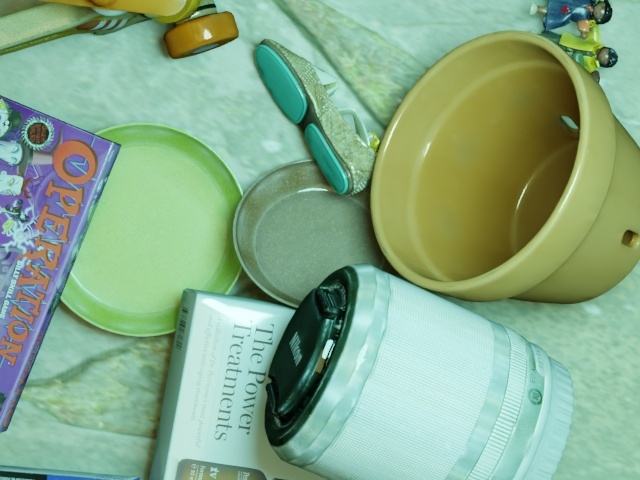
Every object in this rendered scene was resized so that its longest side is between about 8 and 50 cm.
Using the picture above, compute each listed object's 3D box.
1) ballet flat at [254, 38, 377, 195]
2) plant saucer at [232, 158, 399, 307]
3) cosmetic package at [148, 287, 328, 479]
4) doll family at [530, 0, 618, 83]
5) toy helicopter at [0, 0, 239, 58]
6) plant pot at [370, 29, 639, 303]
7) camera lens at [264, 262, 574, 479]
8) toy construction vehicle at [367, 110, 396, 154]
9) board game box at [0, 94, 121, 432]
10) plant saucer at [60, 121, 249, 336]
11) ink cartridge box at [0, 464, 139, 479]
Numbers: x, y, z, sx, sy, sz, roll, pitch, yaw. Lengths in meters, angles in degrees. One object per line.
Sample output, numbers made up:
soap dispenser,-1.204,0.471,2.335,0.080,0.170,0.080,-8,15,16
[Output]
ballet flat,0.002,-0.146,1.955,0.067,0.073,0.206,-26,81,-27
plant saucer,0.000,0.000,1.934,0.198,0.036,0.199,3,59,-5
cosmetic package,-0.041,0.262,1.925,0.284,0.097,0.377,10,90,-15
doll family,0.296,-0.245,1.968,0.111,0.076,0.193,11,95,15
toy helicopter,-0.257,-0.243,1.852,0.355,0.235,0.140,-18,92,-3
plant pot,0.226,-0.055,1.868,0.203,0.291,0.291,25,89,-41
camera lens,0.095,0.164,1.791,0.274,0.219,0.219,24,89,-14
toy construction vehicle,0.091,-0.091,1.982,0.086,0.035,0.098,-36,90,8
board game box,-0.380,0.015,1.916,0.208,0.056,0.347,22,92,3
plant saucer,-0.201,-0.013,1.957,0.241,0.037,0.241,0,91,-5
ink cartridge box,-0.307,0.303,1.919,0.207,0.046,0.097,2,89,13
